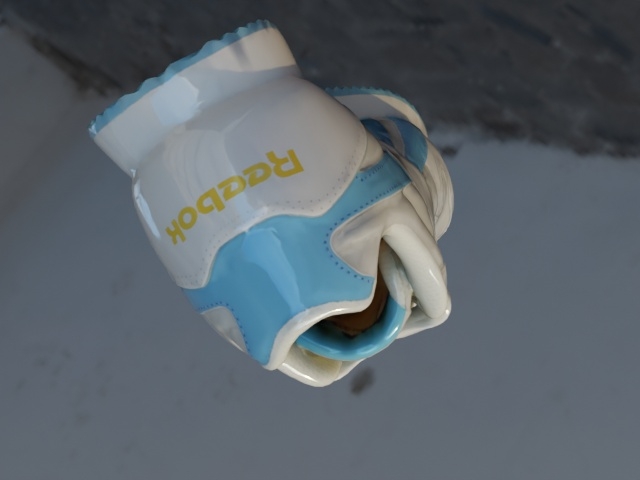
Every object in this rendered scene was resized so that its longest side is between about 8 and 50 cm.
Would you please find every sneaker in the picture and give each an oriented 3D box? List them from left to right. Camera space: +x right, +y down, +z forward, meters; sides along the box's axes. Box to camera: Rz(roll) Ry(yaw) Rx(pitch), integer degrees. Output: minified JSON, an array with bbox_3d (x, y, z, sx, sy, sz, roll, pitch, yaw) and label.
[{"bbox_3d":[0.000,0.000,0.556,0.092,0.087,0.228,61,-166,11],"label":"sneaker"}]
